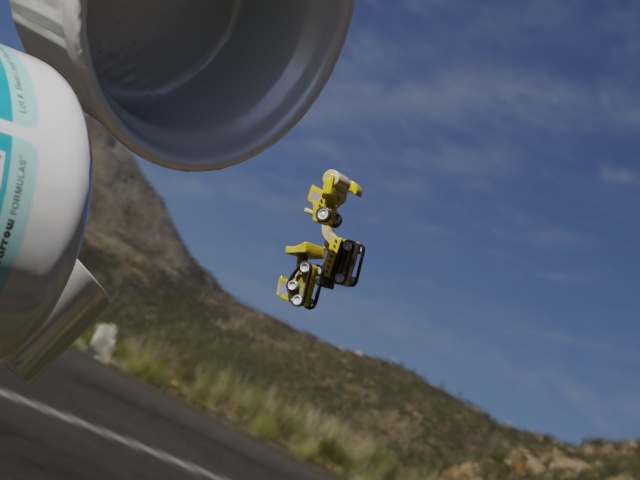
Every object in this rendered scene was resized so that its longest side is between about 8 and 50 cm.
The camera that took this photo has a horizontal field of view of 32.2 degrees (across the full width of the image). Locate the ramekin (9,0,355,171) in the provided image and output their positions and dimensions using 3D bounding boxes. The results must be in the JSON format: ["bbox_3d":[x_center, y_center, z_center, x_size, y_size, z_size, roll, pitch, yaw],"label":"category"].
[{"bbox_3d":[-0.113,-0.206,0.894,0.135,0.277,0.277,27,-9,41],"label":"ramekin"}]

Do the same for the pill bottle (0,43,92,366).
[{"bbox_3d":[-0.227,-0.037,0.399,0.264,0.146,0.146,18,-1,-43],"label":"pill bottle"}]

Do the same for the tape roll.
[{"bbox_3d":[-0.446,0.068,1.594,0.246,0.169,0.246,39,-16,14],"label":"tape roll"}]

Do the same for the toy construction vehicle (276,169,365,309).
[{"bbox_3d":[0.000,0.000,0.791,0.035,0.098,0.086,12,-1,26],"label":"toy construction vehicle"}]
